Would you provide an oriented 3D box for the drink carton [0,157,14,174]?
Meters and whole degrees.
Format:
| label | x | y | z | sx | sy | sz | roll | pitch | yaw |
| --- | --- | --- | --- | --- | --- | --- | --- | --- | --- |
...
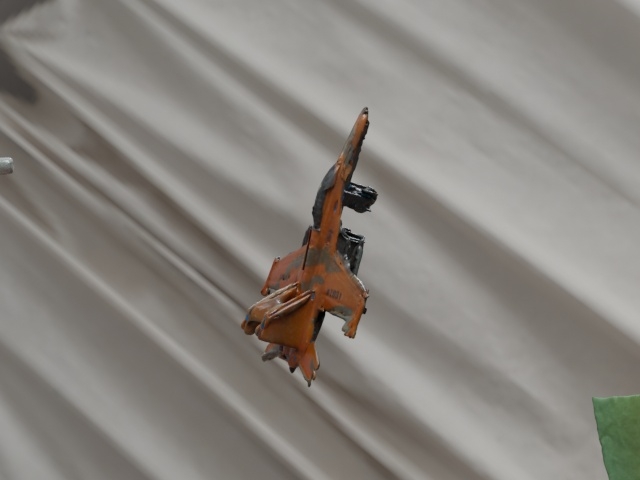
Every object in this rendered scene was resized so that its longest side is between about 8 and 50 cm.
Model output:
| label | x | y | z | sx | sy | sz | roll | pitch | yaw |
| --- | --- | --- | --- | --- | --- | --- | --- | --- | --- |
| drink carton | -0.309 | -0.045 | 1.301 | 0.200 | 0.075 | 0.084 | -19 | -30 | -6 |

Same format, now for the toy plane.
| label | x | y | z | sx | sy | sz | roll | pitch | yaw |
| --- | --- | --- | --- | --- | --- | --- | --- | --- | --- |
| toy plane | 0.009 | 0.004 | 1.319 | 0.062 | 0.135 | 0.188 | 30 | -97 | -31 |

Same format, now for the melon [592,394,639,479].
| label | x | y | z | sx | sy | sz | roll | pitch | yaw |
| --- | --- | --- | --- | --- | --- | --- | --- | --- | --- |
| melon | 0.242 | 0.180 | 1.110 | 0.053 | 0.262 | 0.114 | 18 | -51 | -39 |
